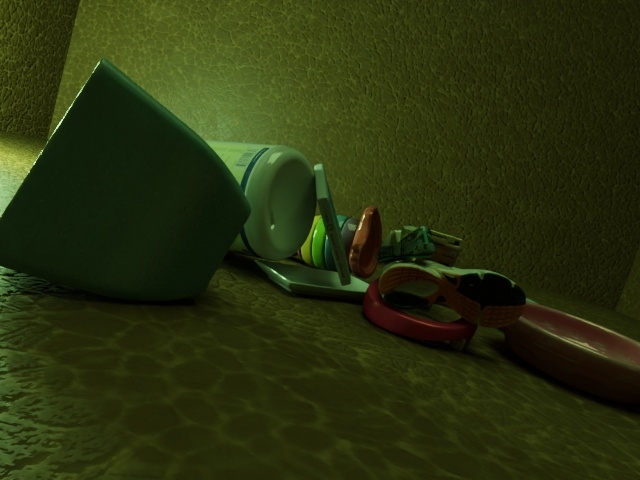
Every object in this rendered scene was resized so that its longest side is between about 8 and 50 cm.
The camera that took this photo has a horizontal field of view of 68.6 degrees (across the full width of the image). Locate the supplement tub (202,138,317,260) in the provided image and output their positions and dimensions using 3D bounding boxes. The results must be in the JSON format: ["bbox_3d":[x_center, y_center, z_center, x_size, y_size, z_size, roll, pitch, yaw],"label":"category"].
[{"bbox_3d":[-0.196,-0.094,1.010,0.324,0.235,0.235,10,2,28],"label":"supplement tub"}]

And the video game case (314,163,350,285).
[{"bbox_3d":[0.024,-0.040,0.981,0.023,0.193,0.212,-14,26,5],"label":"video game case"}]

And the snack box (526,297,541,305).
[{"bbox_3d":[0.542,0.187,1.407,0.207,0.070,0.174,16,5,2],"label":"snack box"}]

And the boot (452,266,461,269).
[{"bbox_3d":[0.387,0.114,1.558,0.203,0.095,0.262,21,3,25],"label":"boot"}]

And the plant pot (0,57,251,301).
[{"bbox_3d":[-0.246,-0.054,0.641,0.252,0.248,0.247,32,-2,-28],"label":"plant pot"}]

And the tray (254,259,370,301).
[{"bbox_3d":[0.006,0.090,0.975,0.270,0.030,0.145,12,7,-39],"label":"tray"}]

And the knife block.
[{"bbox_3d":[0.264,0.041,1.205,0.088,0.276,0.242,17,35,1],"label":"knife block"}]

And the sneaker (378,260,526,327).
[{"bbox_3d":[0.232,0.079,0.847,0.262,0.099,0.121,13,13,-1],"label":"sneaker"}]

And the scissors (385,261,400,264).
[{"bbox_3d":[0.244,0.080,1.791,0.109,0.021,0.297,20,5,13],"label":"scissors"}]

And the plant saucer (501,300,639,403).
[{"bbox_3d":[0.500,0.213,0.913,0.332,0.084,0.332,17,9,-3],"label":"plant saucer"}]

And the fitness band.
[{"bbox_3d":[0.203,0.127,0.917,0.209,0.054,0.291,21,18,25],"label":"fitness band"}]

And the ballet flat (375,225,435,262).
[{"bbox_3d":[0.157,0.006,0.880,0.070,0.070,0.188,15,-11,-17],"label":"ballet flat"}]

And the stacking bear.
[{"bbox_3d":[0.000,0.000,1.227,0.289,0.175,0.164,9,-26,23],"label":"stacking bear"}]
